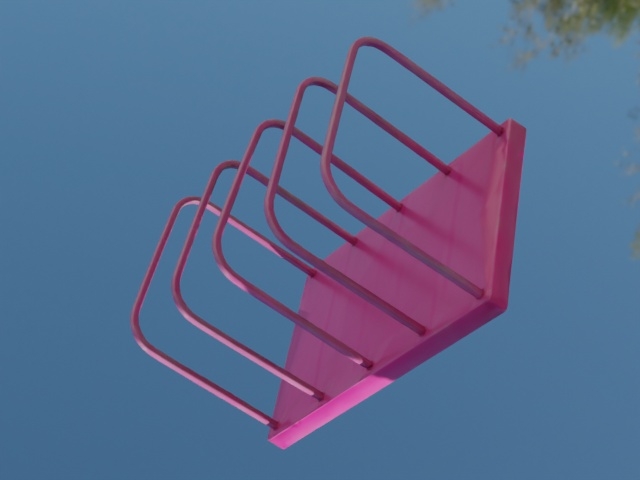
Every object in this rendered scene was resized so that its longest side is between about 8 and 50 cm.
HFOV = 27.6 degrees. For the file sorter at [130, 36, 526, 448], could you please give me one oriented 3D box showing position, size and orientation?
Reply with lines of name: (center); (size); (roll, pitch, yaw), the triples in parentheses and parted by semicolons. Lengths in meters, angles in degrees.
file sorter: (0.000, 0.000, 1.088); (0.182, 0.291, 0.202); (33, -135, -20)
